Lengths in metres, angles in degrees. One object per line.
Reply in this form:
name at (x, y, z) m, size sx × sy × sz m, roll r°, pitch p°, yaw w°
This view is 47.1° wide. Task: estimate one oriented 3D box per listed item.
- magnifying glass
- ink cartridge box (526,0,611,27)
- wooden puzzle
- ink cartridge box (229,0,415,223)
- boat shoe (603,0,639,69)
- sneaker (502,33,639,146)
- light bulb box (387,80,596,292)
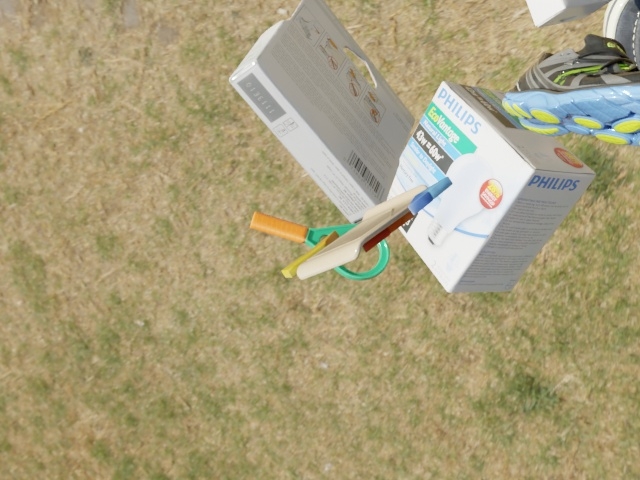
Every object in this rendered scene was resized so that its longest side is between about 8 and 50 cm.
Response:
magnifying glass at (0.000, 0.000, 1.191) m, size 0.231 × 0.092 × 0.026 m, roll 18°, pitch 162°, yaw -4°
ink cartridge box at (0.271, -0.314, 0.835) m, size 0.052 × 0.089 × 0.122 m, roll -19°, pitch 91°, yaw 63°
wooden puzzle at (0.026, -0.003, 0.440) m, size 0.014 × 0.078 × 0.116 m, roll 55°, pitch 153°, yaw -7°
ink cartridge box at (0.017, -0.200, 1.064) m, size 0.060 × 0.239 × 0.275 m, roll -24°, pitch 118°, yaw 36°
boat shoe at (0.547, -0.150, 1.007) m, size 0.187 × 0.156 × 0.500 m, roll -32°, pitch 114°, yaw 6°
sneaker at (0.202, -0.114, 0.531) m, size 0.067 × 0.188 × 0.078 m, roll 30°, pitch 93°, yaw -21°
light bulb box at (0.374, -0.124, 1.739) m, size 0.358 × 0.225 × 0.361 m, roll 56°, pitch 131°, yaw 38°
